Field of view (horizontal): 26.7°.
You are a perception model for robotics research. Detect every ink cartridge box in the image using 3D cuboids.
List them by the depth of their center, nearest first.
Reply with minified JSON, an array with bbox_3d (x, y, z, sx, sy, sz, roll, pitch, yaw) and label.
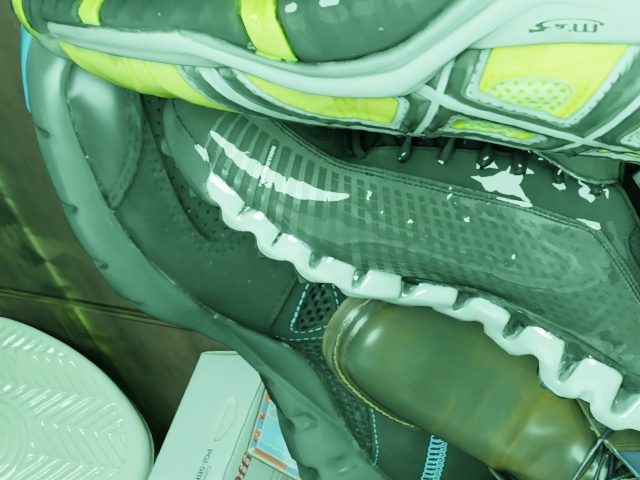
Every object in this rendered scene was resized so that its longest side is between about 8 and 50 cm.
[{"bbox_3d":[-0.038,0.145,0.843,0.056,0.099,0.135,-1,142,33],"label":"ink cartridge box"}]

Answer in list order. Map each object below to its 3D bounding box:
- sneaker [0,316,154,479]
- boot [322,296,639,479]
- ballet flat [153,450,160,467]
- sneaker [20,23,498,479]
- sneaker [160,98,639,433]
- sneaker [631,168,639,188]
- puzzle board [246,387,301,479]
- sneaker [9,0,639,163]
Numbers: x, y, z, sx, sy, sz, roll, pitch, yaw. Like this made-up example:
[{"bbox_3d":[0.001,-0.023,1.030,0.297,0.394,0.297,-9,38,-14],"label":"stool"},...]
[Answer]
[{"bbox_3d":[-0.261,0.125,0.933,0.350,0.131,0.148,15,156,19],"label":"sneaker"},{"bbox_3d":[0.105,0.080,0.556,0.219,0.082,0.106,22,-164,-35],"label":"boot"},{"bbox_3d":[-0.093,0.219,1.029,0.079,0.077,0.221,0,148,-5],"label":"ballet flat"},{"bbox_3d":[0.000,0.000,0.613,0.139,0.125,0.341,-27,128,17],"label":"sneaker"},{"bbox_3d":[0.060,-0.019,0.491,0.234,0.078,0.106,27,120,-8],"label":"sneaker"},{"bbox_3d":[0.195,0.020,0.517,0.208,0.094,0.081,1,146,31],"label":"sneaker"},{"bbox_3d":[0.025,0.104,0.746,0.128,0.096,0.011,31,138,-18],"label":"puzzle board"},{"bbox_3d":[0.074,-0.069,0.402,0.384,0.145,0.147,5,146,28],"label":"sneaker"}]
